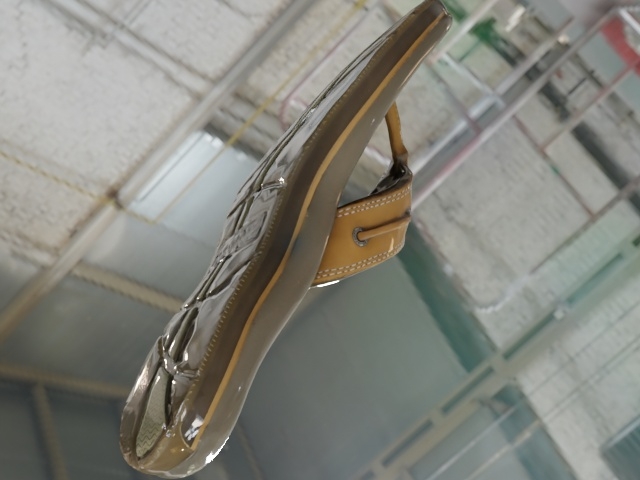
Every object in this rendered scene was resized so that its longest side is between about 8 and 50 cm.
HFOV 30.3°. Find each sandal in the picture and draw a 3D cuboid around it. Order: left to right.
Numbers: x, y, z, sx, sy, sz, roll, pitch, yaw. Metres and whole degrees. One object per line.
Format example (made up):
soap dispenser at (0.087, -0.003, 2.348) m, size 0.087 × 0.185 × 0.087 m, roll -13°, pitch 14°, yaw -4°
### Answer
sandal at (0.000, 0.000, 0.453) m, size 0.060 × 0.090 × 0.219 m, roll 35°, pitch -120°, yaw -15°
